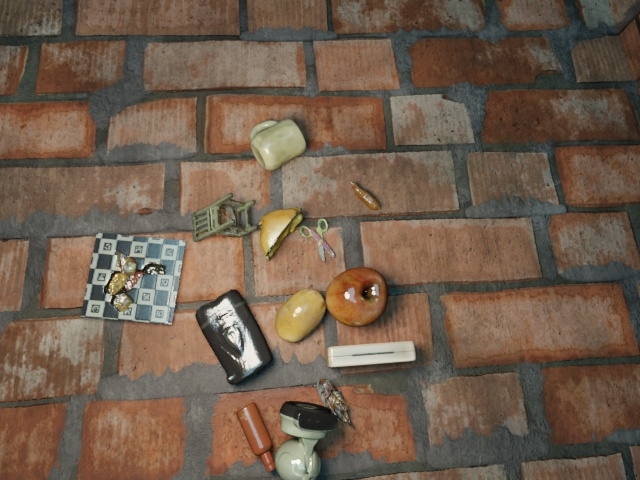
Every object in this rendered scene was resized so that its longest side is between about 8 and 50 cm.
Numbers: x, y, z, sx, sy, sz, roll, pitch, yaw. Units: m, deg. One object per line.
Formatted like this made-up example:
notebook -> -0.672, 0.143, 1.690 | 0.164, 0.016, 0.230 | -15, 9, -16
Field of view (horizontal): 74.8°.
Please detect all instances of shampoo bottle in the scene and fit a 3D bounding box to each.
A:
shampoo bottle -> -0.231, 0.731, 1.553 | 0.085, 0.085, 0.244 | -25, 76, -10

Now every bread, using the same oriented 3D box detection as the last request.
bread -> -0.191, -0.055, 1.753 | 0.133, 0.174, 0.251 | 36, 79, 10

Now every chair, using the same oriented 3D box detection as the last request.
chair -> -0.405, -0.081, 1.778 | 0.270, 0.147, 0.136 | -23, 67, 35

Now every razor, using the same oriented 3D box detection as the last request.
razor -> -0.338, 0.374, 1.639 | 0.204, 0.113, 0.349 | -28, 79, -10

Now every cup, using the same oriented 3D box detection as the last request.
cup -> -0.214, -0.455, 1.864 | 0.202, 0.173, 0.255 | -33, 78, -14

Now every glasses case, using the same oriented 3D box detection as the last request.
glasses case -> 0.192, 0.445, 1.635 | 0.336, 0.144, 0.076 | -3, 72, -3

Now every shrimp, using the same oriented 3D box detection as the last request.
shrimp -> 0.065, 0.631, 1.609 | 0.233, 0.079, 0.090 | 52, 39, 9

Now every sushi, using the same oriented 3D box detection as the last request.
sushi -> -0.749, 0.156, 1.707 | 0.359, 0.064, 0.343 | 5, 77, -3

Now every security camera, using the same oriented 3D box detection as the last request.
security camera -> -0.069, 0.738, 1.508 | 0.197, 0.191, 0.277 | 17, 73, -28

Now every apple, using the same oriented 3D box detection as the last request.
apple -> 0.143, 0.222, 1.668 | 0.253, 0.253, 0.253 | 1, 73, -3

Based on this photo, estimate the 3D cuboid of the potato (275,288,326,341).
potato -> -0.084, 0.295, 1.674 | 0.234, 0.146, 0.150 | -46, 49, -14

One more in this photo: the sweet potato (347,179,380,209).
sweet potato -> 0.191, -0.204, 1.873 | 0.195, 0.056, 0.056 | 41, 75, 0

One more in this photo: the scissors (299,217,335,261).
scissors -> 0.000, 0.000, 1.820 | 0.133, 0.020, 0.187 | -21, 74, -14
